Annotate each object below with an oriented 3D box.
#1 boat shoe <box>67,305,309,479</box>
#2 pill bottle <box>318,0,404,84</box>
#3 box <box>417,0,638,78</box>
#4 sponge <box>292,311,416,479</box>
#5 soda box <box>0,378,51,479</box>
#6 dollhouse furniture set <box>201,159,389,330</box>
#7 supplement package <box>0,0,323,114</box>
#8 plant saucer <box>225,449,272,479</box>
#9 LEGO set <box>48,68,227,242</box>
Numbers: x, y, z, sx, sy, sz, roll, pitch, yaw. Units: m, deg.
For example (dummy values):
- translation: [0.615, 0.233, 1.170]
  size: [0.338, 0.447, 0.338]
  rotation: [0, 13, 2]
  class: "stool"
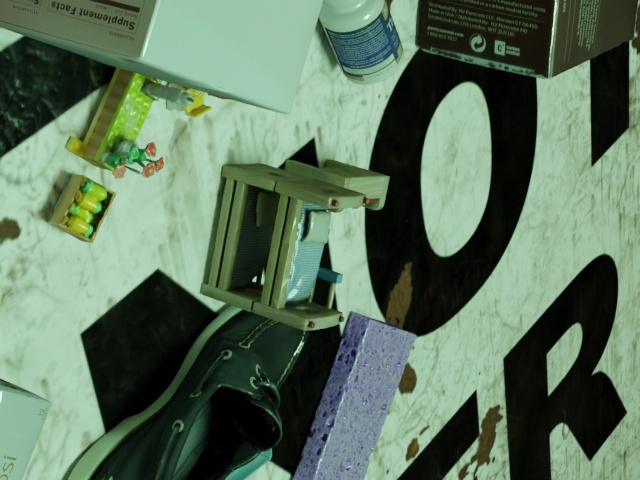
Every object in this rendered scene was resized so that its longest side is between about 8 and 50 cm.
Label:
- translation: [-0.093, 0.171, 1.509]
  size: [0.340, 0.113, 0.127]
  rotation: [-40, 136, -41]
  class: "boat shoe"
- translation: [0.036, -0.214, 1.556]
  size: [0.067, 0.067, 0.120]
  rotation: [-56, 145, -23]
  class: "pill bottle"
- translation: [0.230, -0.289, 1.722]
  size: [0.203, 0.168, 0.167]
  rotation: [-27, 126, -48]
  class: "box"
- translation: [0.038, 0.190, 1.799]
  size: [0.117, 0.031, 0.210]
  rotation: [25, 85, -58]
  class: "sponge"
- translation: [-0.294, 0.211, 1.255]
  size: [0.069, 0.074, 0.216]
  rotation: [27, 82, -59]
  class: "soda box"
- translation: [0.000, 0.000, 1.551]
  size: [0.183, 0.129, 0.129]
  rotation: [-7, 111, -56]
  class: "dollhouse furniture set"
- translation: [-0.112, -0.256, 1.182]
  size: [0.199, 0.198, 0.263]
  rotation: [13, 94, -59]
  class: "supplement package"
- translation: [-0.114, 0.237, 1.603]
  size: [0.192, 0.018, 0.067]
  rotation: [-35, 133, -45]
  class: "plant saucer"
- translation: [-0.110, -0.111, 1.345]
  size: [0.287, 0.107, 0.132]
  rotation: [-45, 139, -36]
  class: "LEGO set"
